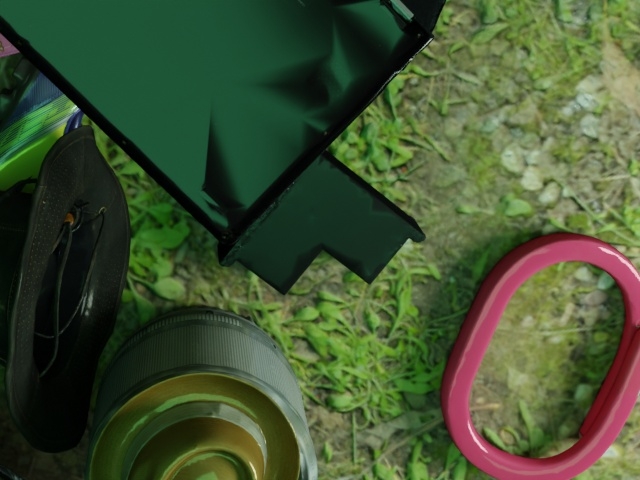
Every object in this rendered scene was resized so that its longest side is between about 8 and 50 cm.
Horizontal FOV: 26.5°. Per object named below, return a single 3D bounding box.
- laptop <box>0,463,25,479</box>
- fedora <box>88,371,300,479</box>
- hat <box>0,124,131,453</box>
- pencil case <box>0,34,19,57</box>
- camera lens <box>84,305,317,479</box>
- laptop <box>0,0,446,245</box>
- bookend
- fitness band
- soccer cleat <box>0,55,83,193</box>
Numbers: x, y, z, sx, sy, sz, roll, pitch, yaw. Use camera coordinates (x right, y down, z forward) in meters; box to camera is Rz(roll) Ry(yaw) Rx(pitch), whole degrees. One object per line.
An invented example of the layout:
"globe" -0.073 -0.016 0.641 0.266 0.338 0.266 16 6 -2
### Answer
"laptop" -0.324 0.321 1.266 0.234 0.136 0.264 -10 141 31
"fedora" -0.110 0.213 1.197 0.194 0.079 0.194 -1 105 -5
"hat" -0.291 0.044 1.312 0.134 0.331 0.331 6 104 7
"pencil case" -0.319 -0.252 1.306 0.386 0.167 0.160 -16 144 -1
"camera lens" -0.122 0.199 1.377 0.219 0.274 0.219 -1 104 -6
"laptop" -0.091 -0.283 1.251 0.382 0.236 0.408 44 89 -13
"bookend" 0.000 0.000 1.443 0.157 0.072 0.156 37 99 -14
"fitness band" 0.254 0.133 1.515 0.209 0.054 0.290 21 100 -8
"soccer cleat" -0.308 -0.052 1.389 0.121 0.093 0.289 27 100 -14
